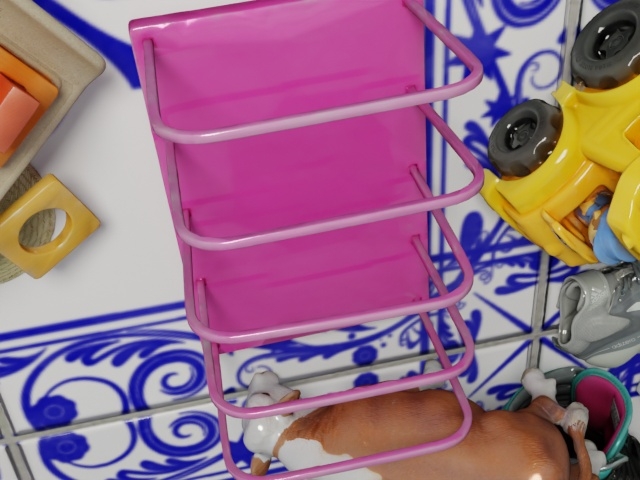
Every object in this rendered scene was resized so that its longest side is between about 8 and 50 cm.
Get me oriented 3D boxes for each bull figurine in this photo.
[{"bbox_3d":[0.083,0.165,0.680,0.188,0.310,0.101,-19,111,-50],"label":"bull figurine"}]

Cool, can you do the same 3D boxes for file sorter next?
[{"bbox_3d":[0.000,0.000,0.560,0.202,0.182,0.291,-11,125,-7],"label":"file sorter"}]

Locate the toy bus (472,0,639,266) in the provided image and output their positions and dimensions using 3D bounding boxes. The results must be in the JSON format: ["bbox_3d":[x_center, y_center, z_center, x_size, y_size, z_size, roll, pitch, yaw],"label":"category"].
[{"bbox_3d":[0.249,-0.046,0.579,0.149,0.211,0.220,31,112,-31],"label":"toy bus"}]

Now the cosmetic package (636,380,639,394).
[{"bbox_3d":[0.444,0.128,0.735,0.138,0.225,0.224,3,122,-19],"label":"cosmetic package"}]

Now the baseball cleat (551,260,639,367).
[{"bbox_3d":[0.293,0.035,0.727,0.109,0.072,0.206,21,114,-26],"label":"baseball cleat"}]

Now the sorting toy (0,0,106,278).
[{"bbox_3d":[-0.227,-0.061,0.435,0.196,0.047,0.347,-50,147,2],"label":"sorting toy"}]

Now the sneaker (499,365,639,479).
[{"bbox_3d":[0.288,0.210,0.816,0.295,0.124,0.178,2,132,-15],"label":"sneaker"}]

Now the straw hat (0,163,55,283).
[{"bbox_3d":[-0.263,-0.004,0.563,0.144,0.061,0.145,-7,123,-10],"label":"straw hat"}]
